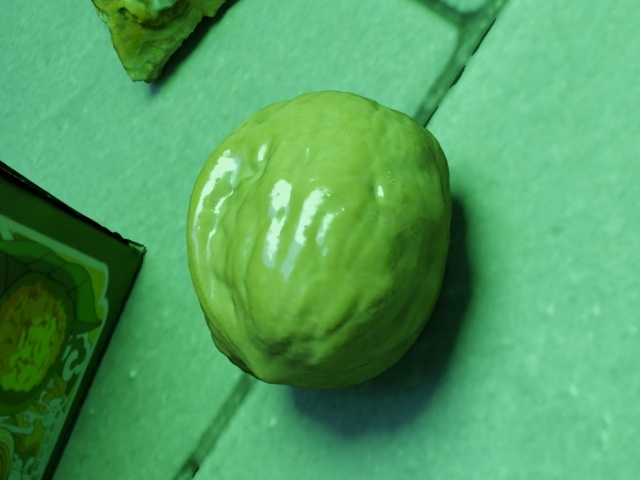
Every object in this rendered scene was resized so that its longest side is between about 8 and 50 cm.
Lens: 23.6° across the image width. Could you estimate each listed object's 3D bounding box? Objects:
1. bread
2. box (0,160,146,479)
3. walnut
[{"bbox_3d":[-0.107,-0.202,1.089,0.152,0.127,0.147,-23,44,-7],"label":"bread"},{"bbox_3d":[-0.292,0.130,0.861,0.138,0.373,0.420,20,83,18],"label":"box"},{"bbox_3d":[0.000,0.000,0.819,0.166,0.149,0.166,-53,16,23],"label":"walnut"}]
